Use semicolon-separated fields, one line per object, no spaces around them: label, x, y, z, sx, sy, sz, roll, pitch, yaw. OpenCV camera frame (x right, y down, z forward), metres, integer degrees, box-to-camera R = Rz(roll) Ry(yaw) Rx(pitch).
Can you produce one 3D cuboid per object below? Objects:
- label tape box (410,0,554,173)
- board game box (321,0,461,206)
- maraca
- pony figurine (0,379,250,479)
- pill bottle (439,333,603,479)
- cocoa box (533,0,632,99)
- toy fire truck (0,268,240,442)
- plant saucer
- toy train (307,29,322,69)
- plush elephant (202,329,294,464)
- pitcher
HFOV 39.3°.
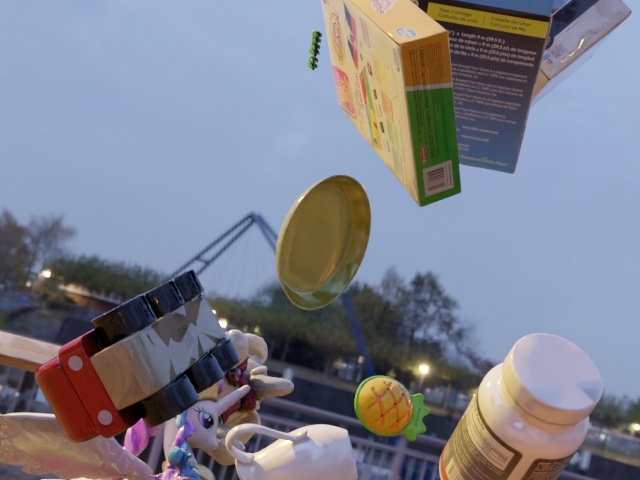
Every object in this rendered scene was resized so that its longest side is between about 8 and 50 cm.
label tape box;0.247;-0.310;1.534;0.249;0.347;0.115;11;23;7
board game box;0.090;-0.230;1.243;0.064;0.242;0.316;-19;38;-10
maraca;0.155;0.364;1.938;0.186;0.127;0.099;23;-20;-20
pony figurine;-0.258;0.352;1.193;0.351;0.363;0.303;-7;-28;-2
pill bottle;0.374;0.356;1.680;0.210;0.210;0.363;15;-49;-3
cocoa box;0.477;-0.460;1.970;0.228;0.231;0.347;51;-1;5
toy fire truck;-0.243;0.128;0.940;0.246;0.158;0.217;-28;2;14
plant saucer;0.000;0.000;1.534;0.037;0.241;0.241;20;-3;37
toy train;-0.012;-0.379;1.775;0.017;0.083;0.023;-11;39;-26
plush elephant;-0.188;0.322;1.949;0.255;0.272;0.330;1;-4;-41
pitcher;-0.050;0.369;1.525;0.207;0.177;0.125;-13;33;0
